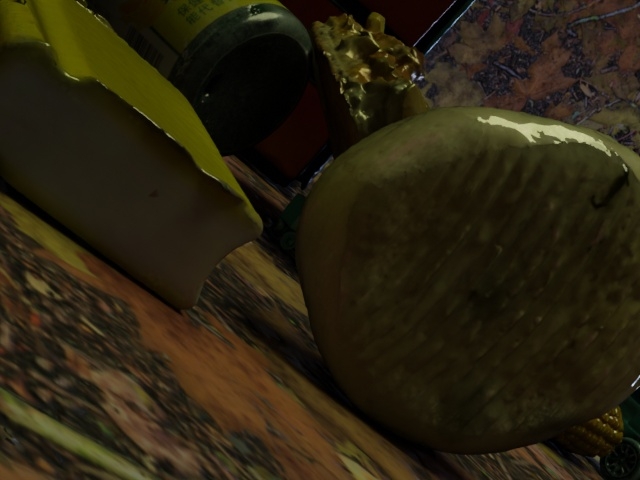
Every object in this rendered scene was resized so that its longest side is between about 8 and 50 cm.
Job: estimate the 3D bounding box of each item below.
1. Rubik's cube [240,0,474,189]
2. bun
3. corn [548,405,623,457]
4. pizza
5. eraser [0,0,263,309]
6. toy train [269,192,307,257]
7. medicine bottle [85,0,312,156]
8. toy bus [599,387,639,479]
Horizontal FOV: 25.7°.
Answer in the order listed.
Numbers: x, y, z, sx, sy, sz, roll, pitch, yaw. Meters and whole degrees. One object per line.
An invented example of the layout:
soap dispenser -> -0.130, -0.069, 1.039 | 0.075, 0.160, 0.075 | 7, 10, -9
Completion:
Rubik's cube -> -0.036, -0.246, 1.443 | 0.293, 0.283, 0.288 | 44, 6, -3
bun -> 0.093, 0.019, 0.819 | 0.237, 0.210, 0.116 | 24, 11, -16
corn -> 0.201, 0.136, 1.225 | 0.207, 0.068, 0.068 | 35, 9, -42
pizza -> 0.060, -0.039, 1.152 | 0.258, 0.087, 0.268 | -103, -178, -65
eraser -> -0.124, -0.069, 0.742 | 0.158, 0.069, 0.226 | 42, 6, -28
toy train -> 0.000, 0.000, 1.090 | 0.092, 0.045, 0.029 | 33, 11, -39
medicine bottle -> -0.143, -0.205, 1.197 | 0.293, 0.141, 0.141 | 45, 8, 32
toy bus -> 0.378, 0.228, 1.287 | 0.128, 0.147, 0.256 | 32, 10, -44
